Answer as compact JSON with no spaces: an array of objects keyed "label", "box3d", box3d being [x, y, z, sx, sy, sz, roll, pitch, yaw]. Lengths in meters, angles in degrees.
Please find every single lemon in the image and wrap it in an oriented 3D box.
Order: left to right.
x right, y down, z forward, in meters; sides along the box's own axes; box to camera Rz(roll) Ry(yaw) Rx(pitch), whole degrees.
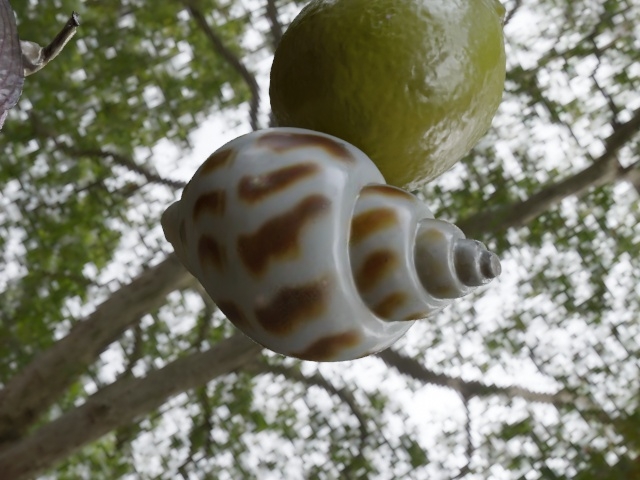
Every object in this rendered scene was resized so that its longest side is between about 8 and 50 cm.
[{"label":"lemon","box3d":[0.062,-0.141,1.096,0.184,0.248,0.184,39,-20,17]}]

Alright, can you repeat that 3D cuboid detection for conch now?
[{"label":"conch","box3d":[0.000,0.000,0.953,0.275,0.183,0.149,28,-45,20]}]

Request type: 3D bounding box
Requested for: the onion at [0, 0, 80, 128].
[{"label":"onion","box3d":[-0.404,-0.134,1.141,0.272,0.256,0.230,33,-51,-28]}]
